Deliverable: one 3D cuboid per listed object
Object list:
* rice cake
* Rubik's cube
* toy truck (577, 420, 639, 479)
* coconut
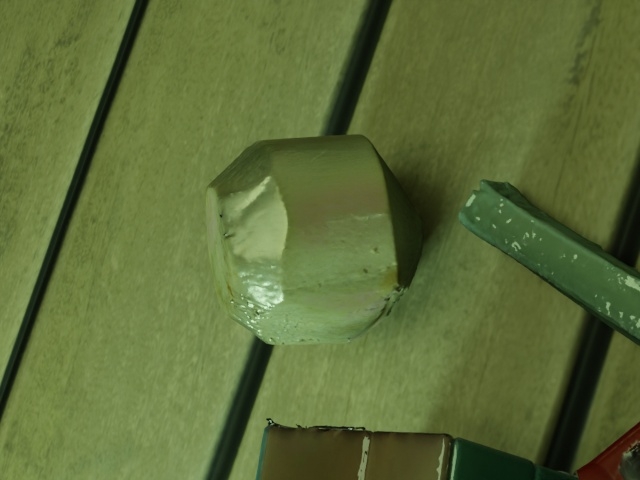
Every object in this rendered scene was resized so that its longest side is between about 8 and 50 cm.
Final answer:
[{"bbox_3d":[0.259,0.038,1.397,0.336,0.066,0.063,39,102,43],"label":"rice cake"},{"bbox_3d":[0.080,0.296,1.358,0.221,0.231,0.225,-4,71,41],"label":"Rubik's cube"},{"bbox_3d":[0.306,0.194,1.262,0.252,0.114,0.107,-44,51,22],"label":"toy truck"},{"bbox_3d":[0.000,-0.003,1.554,0.241,0.241,0.241,-17,64,38],"label":"coconut"}]
